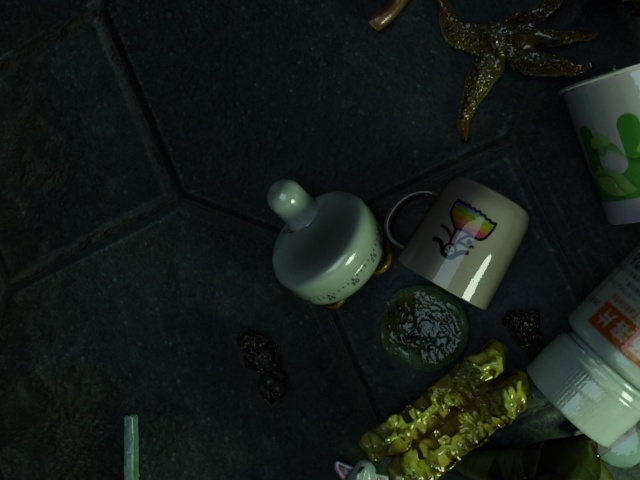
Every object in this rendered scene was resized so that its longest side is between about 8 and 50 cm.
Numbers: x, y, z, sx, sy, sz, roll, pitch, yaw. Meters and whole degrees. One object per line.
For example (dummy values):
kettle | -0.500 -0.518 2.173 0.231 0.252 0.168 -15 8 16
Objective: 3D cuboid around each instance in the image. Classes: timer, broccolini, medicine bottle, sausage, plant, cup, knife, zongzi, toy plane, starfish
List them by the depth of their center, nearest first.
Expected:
medicine bottle | 0.553 0.158 1.198 0.211 0.211 0.371 43 102 12
cup | 0.576 -0.178 1.231 0.253 0.253 0.274 -14 94 14
knife | 0.605 0.231 1.304 0.132 0.038 0.399 24 94 18
zongzi | 0.427 0.502 1.322 0.317 0.154 0.289 -19 110 52
cup | 0.252 -0.016 1.328 0.252 0.191 0.201 30 94 20
broccolini | 0.422 0.221 1.341 0.073 0.058 0.201 -28 81 19
starfish | 0.390 -0.370 1.351 0.293 0.084 0.302 -10 82 15
timer | 0.000 0.000 1.363 0.233 0.240 0.234 -26 42 25
toy plane | 0.068 0.564 1.396 0.252 0.118 0.252 0 91 16
sausage | 0.164 -0.507 1.429 0.040 0.047 0.177 41 98 28
plant | -0.121 0.266 1.474 0.085 0.087 0.174 -36 74 41

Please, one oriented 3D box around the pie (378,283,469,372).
pie | 0.208 0.178 1.403 0.186 0.041 0.187 1 92 18

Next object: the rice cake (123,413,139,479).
rice cake | -0.427 0.477 1.566 0.029 0.033 0.171 -2 87 11

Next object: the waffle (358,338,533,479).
waffle | 0.238 0.327 1.283 0.324 0.261 0.151 -38 73 8

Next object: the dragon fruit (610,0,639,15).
dragon fruit | 0.599 -0.551 1.192 0.329 0.329 0.330 0 89 14
